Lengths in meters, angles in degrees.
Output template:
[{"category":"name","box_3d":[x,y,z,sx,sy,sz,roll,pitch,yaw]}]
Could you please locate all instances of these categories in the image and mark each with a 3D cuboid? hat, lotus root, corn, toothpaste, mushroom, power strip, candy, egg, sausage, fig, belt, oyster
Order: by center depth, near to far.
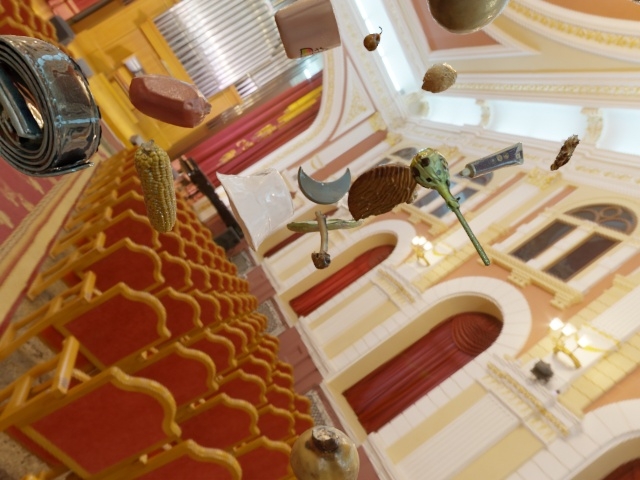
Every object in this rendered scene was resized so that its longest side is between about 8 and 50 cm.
[{"category":"belt","box_3d":[-0.490,-0.221,0.794,0.267,0.206,0.116,48,30,6]},{"category":"lotus root","box_3d":[0.009,0.408,0.866,0.118,0.125,0.220,53,-21,45]},{"category":"candy","box_3d":[0.288,-0.077,1.012,0.305,0.083,0.091,66,8,26]},{"category":"hat","box_3d":[-0.133,-0.084,1.020,0.203,0.126,0.203,62,-11,20]},{"category":"toothpaste","box_3d":[0.414,-0.186,1.116,0.035,0.197,0.057,21,-52,64]},{"category":"egg","box_3d":[0.439,-0.771,1.319,0.259,0.352,0.258,14,10,-2]},{"category":"corn","box_3d":[-0.489,-0.148,1.408,0.102,0.102,0.312,51,-29,39]},{"category":"fig","box_3d":[0.165,-0.616,1.412,0.050,0.083,0.050,34,-7,5]},{"category":"sausage","box_3d":[-0.468,-0.433,1.441,0.255,0.148,0.148,14,4,-12]},{"category":"mushroom","box_3d":[0.000,0.000,1.466,0.061,0.060,0.186,-19,-112,54]},{"category":"power strip","box_3d":[0.026,-0.190,1.604,0.044,0.216,0.137,156,-64,-78]},{"category":"egg","box_3d":[0.468,-0.637,1.829,0.118,0.140,0.116,100,-26,-63]},{"category":"oyster","box_3d":[0.974,-0.349,1.845,0.053,0.165,0.108,20,3,-9]}]

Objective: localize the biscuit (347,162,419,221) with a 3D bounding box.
[{"category":"biscuit","box_3d":[0.166,-0.120,1.244,0.176,0.228,0.031,21,42,-8]}]

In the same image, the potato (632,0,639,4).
[{"category":"potato","box_3d":[0.860,-0.723,1.236,0.235,0.178,0.160,62,3,21]}]

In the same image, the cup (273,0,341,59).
[{"category":"cup","box_3d":[-0.049,-0.761,1.688,0.253,0.201,0.191,-72,144,-84]}]

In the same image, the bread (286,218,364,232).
[{"category":"bread","box_3d":[0.021,-0.060,1.798,0.301,0.302,0.045,-153,-120,-78]}]
